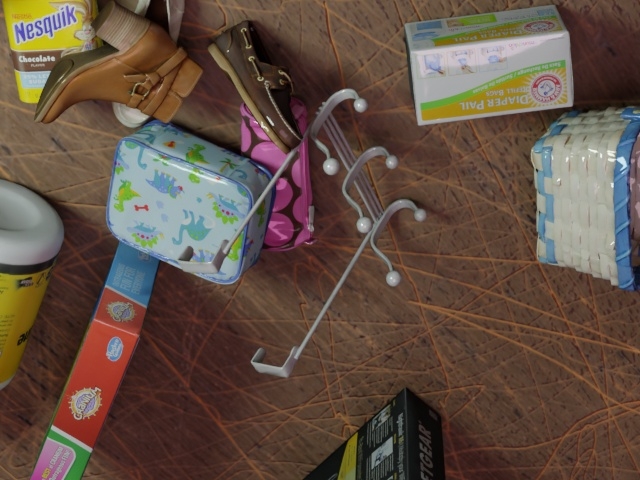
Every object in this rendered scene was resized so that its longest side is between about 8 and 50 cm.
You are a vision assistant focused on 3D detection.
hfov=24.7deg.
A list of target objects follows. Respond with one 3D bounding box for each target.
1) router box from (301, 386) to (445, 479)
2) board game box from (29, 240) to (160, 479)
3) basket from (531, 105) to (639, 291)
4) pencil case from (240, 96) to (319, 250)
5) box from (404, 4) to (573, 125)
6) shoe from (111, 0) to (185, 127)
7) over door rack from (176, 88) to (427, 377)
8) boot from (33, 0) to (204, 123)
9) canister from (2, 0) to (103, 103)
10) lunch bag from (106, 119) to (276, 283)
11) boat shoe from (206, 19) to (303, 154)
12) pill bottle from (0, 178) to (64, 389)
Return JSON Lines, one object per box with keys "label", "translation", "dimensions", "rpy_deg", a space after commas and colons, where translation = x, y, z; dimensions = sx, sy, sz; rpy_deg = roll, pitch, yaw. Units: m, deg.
{"label": "router box", "translation": [0.067, 0.381, 2.083], "dimensions": [0.081, 0.309, 0.243], "rpy_deg": [40, 111, -15]}
{"label": "board game box", "translation": [-0.313, 0.187, 2.022], "dimensions": [0.064, 0.242, 0.316], "rpy_deg": [21, 114, -8]}
{"label": "basket", "translation": [0.429, -0.062, 1.901], "dimensions": [0.289, 0.201, 0.254], "rpy_deg": [12, 122, 29]}
{"label": "pencil case", "translation": [-0.054, -0.092, 1.965], "dimensions": [0.098, 0.095, 0.209], "rpy_deg": [15, 125, 32]}
{"label": "box", "translation": [0.216, -0.227, 1.883], "dimensions": [0.203, 0.114, 0.103], "rpy_deg": [-7, 117, 2]}
{"label": "shoe", "translation": [-0.228, -0.241, 1.904], "dimensions": [0.077, 0.058, 0.219], "rpy_deg": [15, 116, -8]}
{"label": "over door rack", "translation": [0.000, 0.000, 1.886], "dimensions": [0.324, 0.108, 0.239], "rpy_deg": [-49, 133, -20]}
{"label": "boot", "translation": [-0.256, -0.190, 1.856], "dimensions": [0.152, 0.073, 0.197], "rpy_deg": [34, 112, -28]}
{"label": "canister", "translation": [-0.341, -0.267, 1.884], "dimensions": [0.126, 0.073, 0.170], "rpy_deg": [-4, 118, 1]}
{"label": "lunch bag", "translation": [-0.175, -0.048, 1.948], "dimensions": [0.219, 0.090, 0.176], "rpy_deg": [22, 122, 17]}
{"label": "boat shoe", "translation": [-0.072, -0.200, 1.859], "dimensions": [0.073, 0.207, 0.073], "rpy_deg": [-35, 151, 4]}
{"label": "pill bottle", "translation": [-0.485, 0.093, 2.003], "dimensions": [0.188, 0.188, 0.334], "rpy_deg": [20, 116, -10]}
